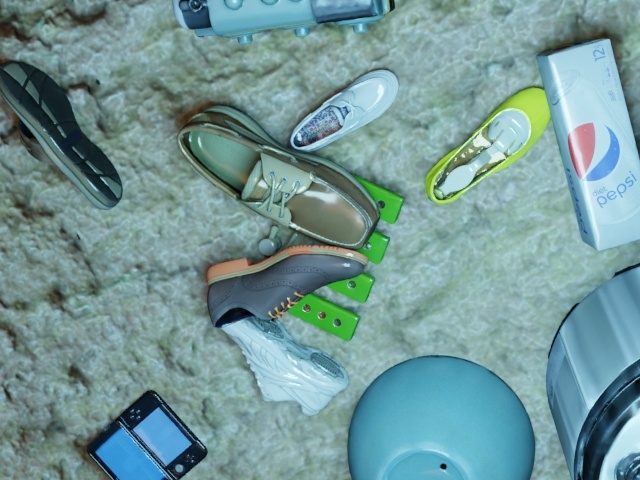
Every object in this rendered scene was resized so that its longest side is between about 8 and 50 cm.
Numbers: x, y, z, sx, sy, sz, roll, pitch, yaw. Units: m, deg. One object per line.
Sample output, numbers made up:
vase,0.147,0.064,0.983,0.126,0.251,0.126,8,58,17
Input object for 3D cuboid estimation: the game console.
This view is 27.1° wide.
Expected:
game console,-0.275,0.335,2.121,0.124,0.085,0.144,-42,92,17

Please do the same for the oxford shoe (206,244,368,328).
oxford shoe,-0.048,0.072,1.954,0.271,0.097,0.098,-14,65,31

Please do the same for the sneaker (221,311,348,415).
sneaker,-0.078,0.193,2.051,0.232,0.090,0.115,36,110,4

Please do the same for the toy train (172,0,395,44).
toy train,-0.045,-0.353,1.874,0.334,0.190,0.142,-4,100,12

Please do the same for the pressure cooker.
pressure cooker,0.496,0.258,1.742,0.375,0.420,0.370,-29,108,11

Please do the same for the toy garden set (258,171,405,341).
toy garden set,0.000,0.000,2.013,0.204,0.049,0.244,25,112,12

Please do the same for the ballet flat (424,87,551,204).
ballet flat,0.243,-0.129,1.920,0.231,0.077,0.077,-40,93,16

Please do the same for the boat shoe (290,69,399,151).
boat shoe,0.032,-0.190,1.958,0.184,0.063,0.066,-26,95,16

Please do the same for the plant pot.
plant pot,0.168,0.338,1.973,0.290,0.195,0.290,3,103,12

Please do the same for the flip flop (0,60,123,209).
flip flop,-0.413,-0.155,2.047,0.080,0.112,0.277,-33,99,31

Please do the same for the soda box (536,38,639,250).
soda box,0.387,-0.136,1.869,0.091,0.098,0.286,-16,99,0

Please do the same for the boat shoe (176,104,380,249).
boat shoe,-0.073,-0.080,1.922,0.324,0.120,0.122,30,114,14
